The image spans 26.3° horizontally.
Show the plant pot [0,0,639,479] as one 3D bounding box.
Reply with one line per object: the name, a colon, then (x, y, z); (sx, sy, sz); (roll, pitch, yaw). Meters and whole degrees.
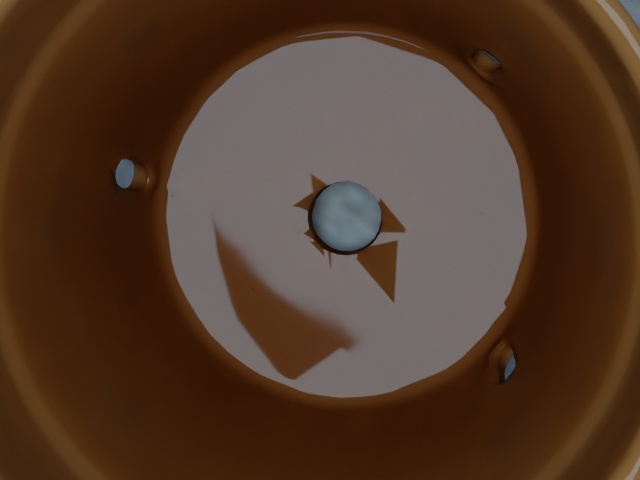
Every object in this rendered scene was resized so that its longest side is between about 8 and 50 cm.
plant pot: (0.000, 0.000, 0.578); (0.291, 0.203, 0.291); (1, 96, 7)
